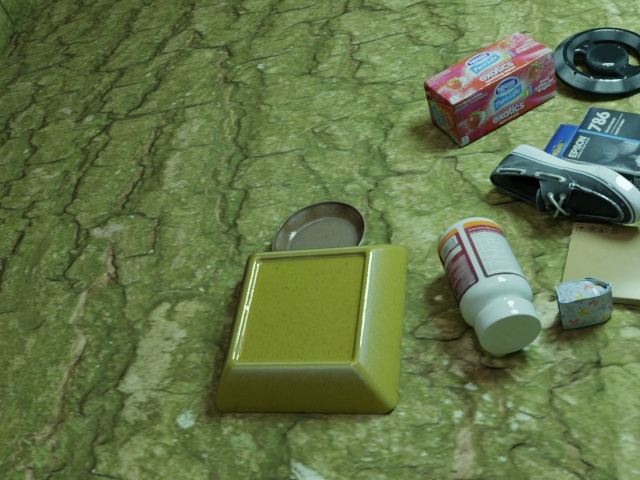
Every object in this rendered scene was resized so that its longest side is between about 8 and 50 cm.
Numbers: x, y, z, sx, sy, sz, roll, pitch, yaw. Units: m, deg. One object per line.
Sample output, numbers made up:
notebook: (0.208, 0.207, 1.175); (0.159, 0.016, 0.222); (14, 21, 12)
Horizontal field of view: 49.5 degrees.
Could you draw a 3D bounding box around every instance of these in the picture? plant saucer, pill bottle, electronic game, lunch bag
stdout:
plant saucer: (-0.023, 0.135, 1.236); (0.333, 0.081, 0.332); (-5, 54, 19)
pill bottle: (0.282, 0.073, 1.167); (0.121, 0.121, 0.221); (-18, 44, 6)
electronic game: (0.631, -0.397, 1.533); (0.229, 0.048, 0.229); (-6, 50, 7)
lunch bag: (0.426, 0.099, 1.119); (0.083, 0.071, 0.053); (-13, 41, 15)
plant saucer: (0.000, 0.000, 1.418); (0.199, 0.036, 0.198); (-11, 45, 11)

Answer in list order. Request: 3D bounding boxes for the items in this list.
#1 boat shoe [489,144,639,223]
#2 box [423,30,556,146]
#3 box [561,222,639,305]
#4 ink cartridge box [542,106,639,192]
boat shoe: (0.440, -0.088, 1.271); (0.102, 0.108, 0.301); (-38, 43, -16)
box: (0.373, -0.335, 1.527); (0.257, 0.122, 0.128); (-29, 43, -6)
box: (0.521, 0.040, 1.173); (0.201, 0.021, 0.164); (5, 50, 26)
ink cartridge box: (0.585, -0.169, 1.323); (0.333, 0.065, 0.165); (16, 56, 35)
